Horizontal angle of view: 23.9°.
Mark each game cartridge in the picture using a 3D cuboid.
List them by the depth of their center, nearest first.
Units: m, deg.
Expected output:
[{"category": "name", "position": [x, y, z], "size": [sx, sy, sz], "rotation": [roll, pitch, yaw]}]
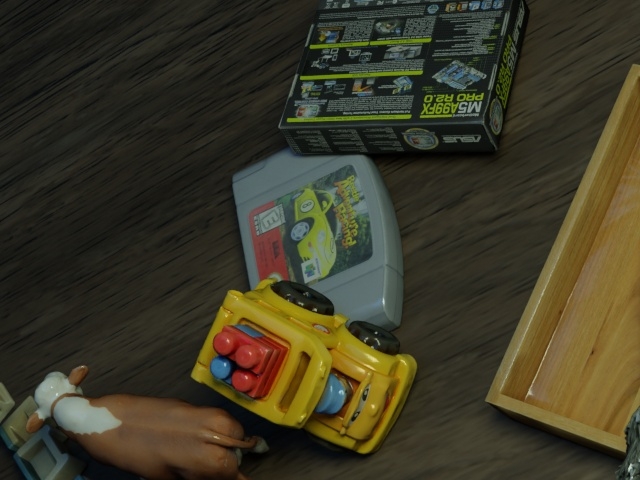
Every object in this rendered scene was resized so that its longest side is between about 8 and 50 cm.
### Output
[{"category": "game cartridge", "position": [0.000, 0.000, 1.855], "size": [0.196, 0.060, 0.294], "rotation": [-24, 56, 17]}]

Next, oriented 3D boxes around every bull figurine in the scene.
[{"category": "bull figurine", "position": [-0.197, 0.231, 1.778], "size": [0.310, 0.188, 0.101], "rotation": [10, 72, 36]}]

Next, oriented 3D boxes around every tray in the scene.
[{"category": "tray", "position": [0.353, 0.024, 1.603], "size": [0.203, 0.076, 0.411], "rotation": [17, 76, 37]}]

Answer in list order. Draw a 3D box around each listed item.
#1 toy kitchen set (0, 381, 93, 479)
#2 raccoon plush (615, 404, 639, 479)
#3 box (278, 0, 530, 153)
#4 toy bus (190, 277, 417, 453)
[{"category": "toy kitchen set", "position": [-0.389, 0.287, 1.887], "size": [0.122, 0.166, 0.207], "rotation": [-47, 51, 4]}, {"category": "raccoon plush", "position": [0.299, 0.147, 1.401], "size": [0.446, 0.216, 0.299], "rotation": [-30, 70, -4]}, {"category": "box", "position": [0.103, -0.209, 1.849], "size": [0.270, 0.060, 0.216], "rotation": [0, 58, 26]}, {"category": "toy bus", "position": [-0.030, 0.142, 1.671], "size": [0.220, 0.211, 0.149], "rotation": [28, 98, 18]}]
